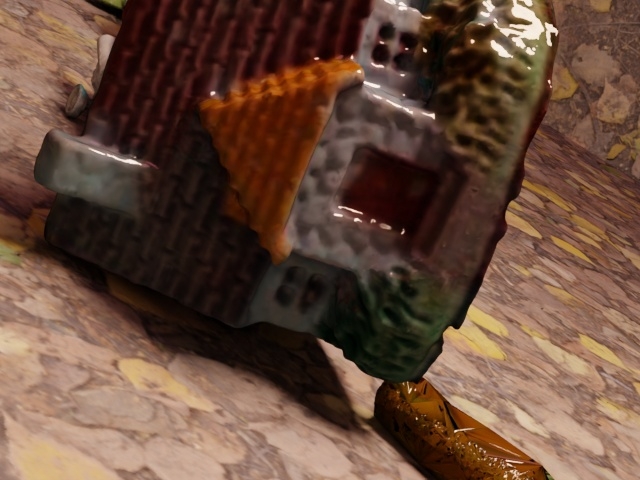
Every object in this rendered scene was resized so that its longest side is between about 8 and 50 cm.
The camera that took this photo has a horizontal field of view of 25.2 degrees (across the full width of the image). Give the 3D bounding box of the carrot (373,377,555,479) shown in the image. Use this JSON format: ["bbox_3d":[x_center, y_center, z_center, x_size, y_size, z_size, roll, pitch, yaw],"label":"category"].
[{"bbox_3d":[0.131,0.189,1.199,0.229,0.069,0.069,39,18,31],"label":"carrot"}]

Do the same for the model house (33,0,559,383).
[{"bbox_3d":[-0.041,-0.109,1.205,0.339,0.360,0.297,18,11,-25],"label":"model house"}]

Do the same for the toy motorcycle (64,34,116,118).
[{"bbox_3d":[-0.185,-0.173,1.540,0.110,0.171,0.260,25,19,-26],"label":"toy motorcycle"}]

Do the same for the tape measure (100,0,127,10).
[{"bbox_3d":[-0.262,-0.372,2.173,0.154,0.087,0.177,23,11,18],"label":"tape measure"}]

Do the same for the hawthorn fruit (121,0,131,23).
[{"bbox_3d":[-0.184,-0.309,1.999,0.169,0.169,0.188,32,16,4],"label":"hawthorn fruit"}]
